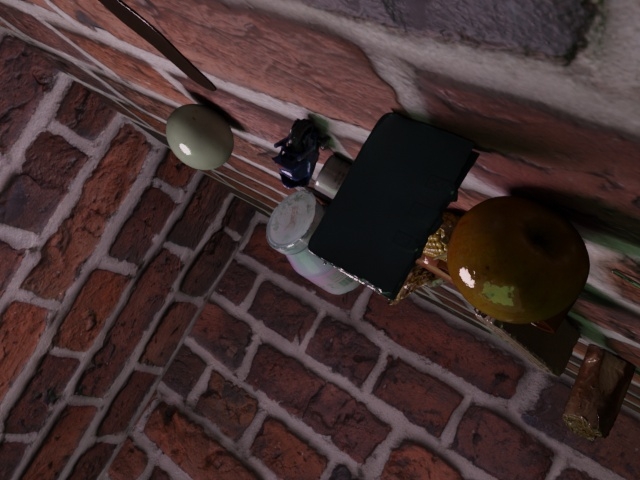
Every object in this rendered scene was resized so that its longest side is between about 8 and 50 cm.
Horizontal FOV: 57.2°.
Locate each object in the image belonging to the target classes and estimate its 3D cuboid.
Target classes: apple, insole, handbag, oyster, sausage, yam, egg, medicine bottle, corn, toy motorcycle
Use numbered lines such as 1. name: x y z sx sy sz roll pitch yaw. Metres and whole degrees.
1. apple: 0.267 0.024 0.797 0.182 0.182 0.155 30 158 2
2. insole: -0.308 -0.374 1.108 0.111 0.007 0.328 28 175 37
3. handbag: 0.092 -0.047 0.757 0.144 0.221 0.057 29 174 33
4. oyster: 0.286 0.125 1.823 0.396 0.204 0.111 160 87 -81
5. sausage: 0.349 0.082 1.495 0.304 0.078 0.078 30 176 18
6. yam: 0.750 0.413 1.594 0.129 0.238 0.128 15 159 49
7. egg: -0.295 -0.253 1.438 0.149 0.149 0.192 27 171 34
8. medicine bottle: 0.059 -0.109 1.187 0.130 0.080 0.080 30 176 1
9. medicine bottle: 0.000 0.000 1.806 0.290 0.245 0.245 37 172 -39
10. corn: 0.217 -0.013 1.165 0.091 0.091 0.260 -11 -173 -15
11. toy motorcycle: -0.041 -0.156 1.102 0.076 0.114 0.205 30 176 8

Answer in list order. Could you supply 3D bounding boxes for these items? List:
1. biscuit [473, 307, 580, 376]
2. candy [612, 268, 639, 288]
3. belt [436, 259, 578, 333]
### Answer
1. biscuit: 0.506 0.201 1.401 0.078 0.144 0.426 24 170 47
2. candy: 0.508 0.093 0.846 0.184 0.049 0.055 37 173 29
3. belt: 0.363 0.077 1.158 0.261 0.105 0.184 32 179 25
